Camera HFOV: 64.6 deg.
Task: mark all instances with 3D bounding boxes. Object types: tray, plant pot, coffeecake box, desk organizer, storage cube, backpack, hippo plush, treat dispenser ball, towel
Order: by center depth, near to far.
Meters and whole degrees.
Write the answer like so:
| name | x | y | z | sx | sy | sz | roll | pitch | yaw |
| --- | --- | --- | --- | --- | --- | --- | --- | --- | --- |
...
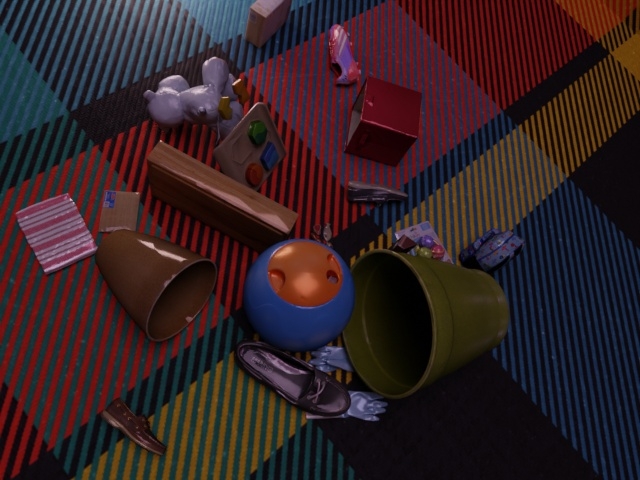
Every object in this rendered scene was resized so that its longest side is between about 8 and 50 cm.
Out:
| name | x | y | z | sx | sy | sz | roll | pitch | yaw |
| --- | --- | --- | --- | --- | --- | --- | --- | --- | --- |
| plant pot | -0.434 | 0.084 | 1.277 | 0.254 | 0.237 | 0.237 | 32 | 62 | 18 |
| treat dispenser ball | -0.054 | 0.139 | 1.297 | 0.287 | 0.288 | 0.289 | 6 | 66 | -13 |
| towel | -0.698 | -0.020 | 1.343 | 0.144 | 0.029 | 0.197 | -28 | 79 | -24 |
| plant pot | 0.298 | 0.203 | 1.349 | 0.352 | 0.366 | 0.367 | 0 | 66 | -33 |
| tray | -0.273 | -0.097 | 1.390 | 0.410 | 0.203 | 0.076 | 27 | 63 | -2 |
| desk organizer | 0.234 | 0.035 | 1.510 | 0.050 | 0.130 | 0.047 | 35 | 62 | 0 |
| hippo plush | -0.380 | -0.383 | 1.519 | 0.236 | 0.234 | 0.295 | -4 | 53 | 14 |
| backpack | 0.539 | 0.030 | 1.570 | 0.158 | 0.173 | 0.117 | -32 | 78 | -24 |
| storage cube | 0.204 | -0.388 | 1.657 | 0.193 | 0.184 | 0.215 | 15 | 64 | -9 |
| coffeecake box | -0.176 | -0.783 | 1.751 | 0.068 | 0.142 | 0.186 | 34 | 62 | 1 |

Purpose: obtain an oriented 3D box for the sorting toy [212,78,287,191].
| name | x | y | z | sx | sy | sz | roll | pitch | yaw |
| --- | --- | --- | --- | --- | --- | --- | --- | --- | --- |
| sorting toy | -0.208 | -0.287 | 1.456 | 0.041 | 0.307 | 0.229 | 18 | 59 | 34 |

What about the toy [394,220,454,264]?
| name | x | y | z | sx | sy | sz | roll | pitch | yaw |
| --- | --- | --- | --- | --- | --- | --- | --- | --- | --- |
| toy | 0.348 | 0.048 | 1.576 | 0.136 | 0.056 | 0.238 | -19 | 73 | -23 |

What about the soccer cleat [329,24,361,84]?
| name | x | y | z | sx | sy | sz | roll | pitch | yaw |
| --- | --- | --- | --- | --- | --- | --- | --- | --- | --- |
| soccer cleat | 0.067 | -0.666 | 1.804 | 0.095 | 0.083 | 0.248 | -13 | 74 | -15 |

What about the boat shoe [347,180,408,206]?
| name | x | y | z | sx | sy | sz | roll | pitch | yaw |
| --- | --- | --- | --- | --- | --- | --- | --- | --- | --- |
| boat shoe | 0.180 | -0.144 | 1.626 | 0.205 | 0.075 | 0.065 | 7 | 108 | -18 |

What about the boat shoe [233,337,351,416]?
| name | x | y | z | sx | sy | sz | roll | pitch | yaw |
| --- | --- | --- | --- | --- | --- | --- | --- | --- | --- |
| boat shoe | -0.074 | 0.354 | 1.288 | 0.334 | 0.095 | 0.112 | 27 | 76 | 5 |

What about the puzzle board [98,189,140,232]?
| name | x | y | z | sx | sy | sz | roll | pitch | yaw |
| --- | --- | --- | --- | --- | --- | --- | --- | --- | --- |
| puzzle board | -0.560 | -0.079 | 1.413 | 0.096 | 0.011 | 0.128 | 3 | 66 | -12 |

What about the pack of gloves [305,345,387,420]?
| name | x | y | z | sx | sy | sz | roll | pitch | yaw |
| --- | --- | --- | --- | --- | --- | --- | --- | --- | --- |
| pack of gloves | 0.078 | 0.381 | 1.364 | 0.231 | 0.046 | 0.195 | 6 | 65 | -12 |

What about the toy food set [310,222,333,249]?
| name | x | y | z | sx | sy | sz | roll | pitch | yaw |
| --- | --- | --- | --- | --- | --- | --- | --- | --- | --- |
| toy food set | 0.000 | 0.000 | 1.523 | 0.077 | 0.019 | 0.122 | 2 | 67 | -14 |

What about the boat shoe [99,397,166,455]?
| name | x | y | z | sx | sy | sz | roll | pitch | yaw |
| --- | --- | --- | --- | --- | --- | --- | --- | --- | --- |
| boat shoe | -0.431 | 0.438 | 1.191 | 0.177 | 0.064 | 0.060 | 35 | 65 | 5 |
